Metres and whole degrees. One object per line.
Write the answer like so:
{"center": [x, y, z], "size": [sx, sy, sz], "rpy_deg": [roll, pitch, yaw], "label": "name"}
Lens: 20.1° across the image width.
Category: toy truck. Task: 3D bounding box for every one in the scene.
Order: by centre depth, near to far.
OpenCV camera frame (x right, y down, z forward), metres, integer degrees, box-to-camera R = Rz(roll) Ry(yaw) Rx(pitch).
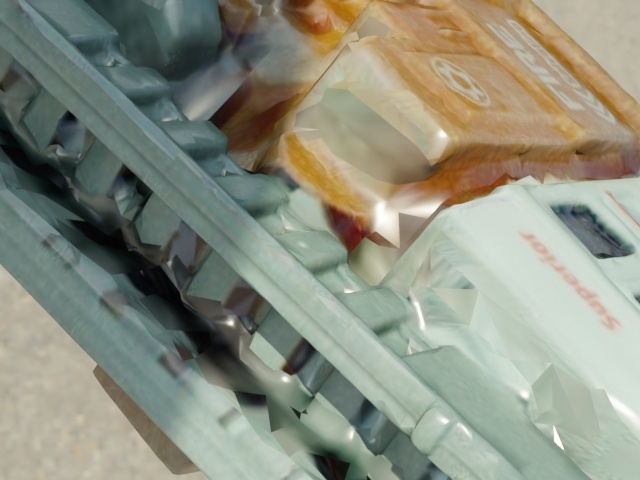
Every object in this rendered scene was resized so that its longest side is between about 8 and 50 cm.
{"center": [0.000, 0.000, 0.431], "size": [0.338, 0.133, 0.184], "rpy_deg": [48, 25, 21], "label": "toy truck"}
